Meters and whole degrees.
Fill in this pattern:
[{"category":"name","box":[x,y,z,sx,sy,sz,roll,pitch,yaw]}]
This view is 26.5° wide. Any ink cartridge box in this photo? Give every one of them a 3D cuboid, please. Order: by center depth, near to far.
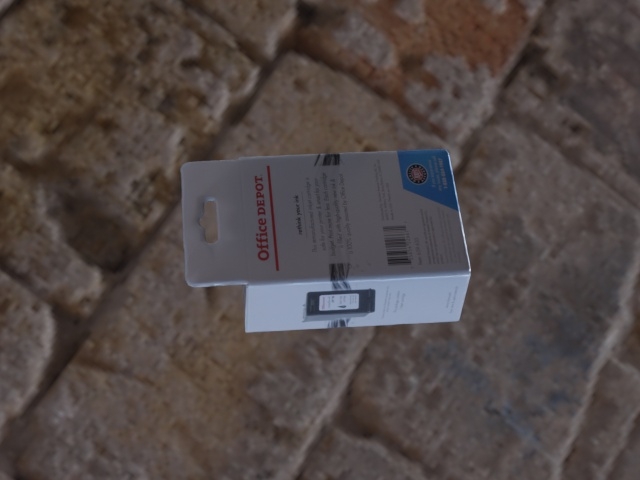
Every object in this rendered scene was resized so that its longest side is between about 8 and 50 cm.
[{"category":"ink cartridge box","box":[0.000,0.000,0.896,0.060,0.180,0.104,95,-9,-55]}]
